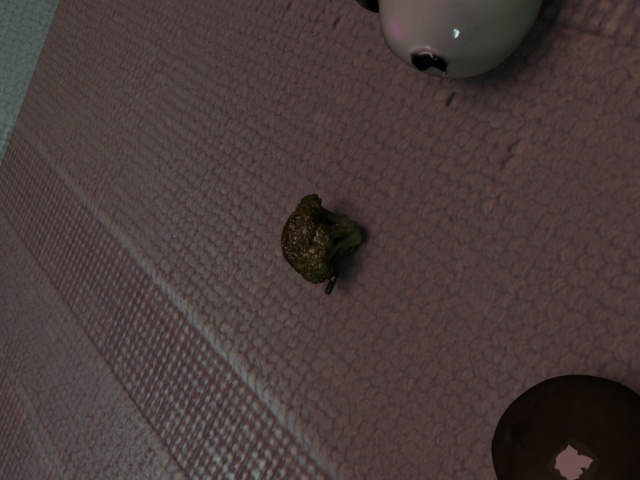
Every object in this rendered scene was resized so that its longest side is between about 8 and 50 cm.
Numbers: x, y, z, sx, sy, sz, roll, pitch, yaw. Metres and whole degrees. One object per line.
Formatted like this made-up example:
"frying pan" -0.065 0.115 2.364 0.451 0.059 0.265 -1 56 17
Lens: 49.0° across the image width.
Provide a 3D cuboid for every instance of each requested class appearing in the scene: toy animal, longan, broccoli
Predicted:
"toy animal" 0.151 -0.352 0.904 0.251 0.250 0.310 -49 45 25
"longan" 0.261 0.220 0.711 0.187 0.167 0.168 -4 78 57
"broccoli" 0.000 0.000 1.049 0.120 0.130 0.131 -15 30 -1
